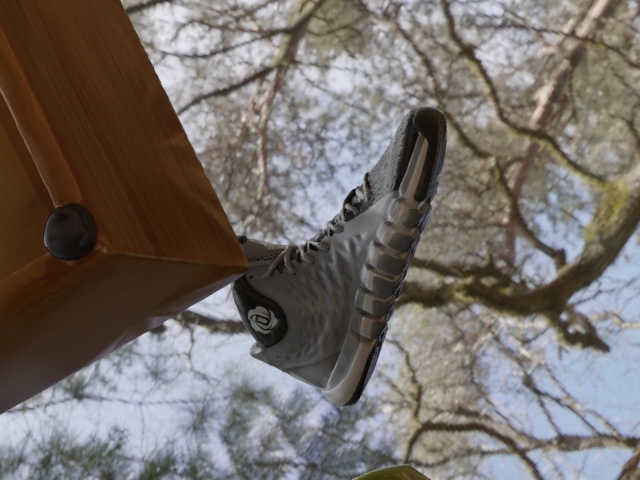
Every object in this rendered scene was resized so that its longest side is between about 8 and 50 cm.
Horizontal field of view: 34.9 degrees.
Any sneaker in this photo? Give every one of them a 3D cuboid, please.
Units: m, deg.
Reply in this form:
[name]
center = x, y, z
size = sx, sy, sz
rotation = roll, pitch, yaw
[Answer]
[sneaker]
center = 0.000, 0.000, 0.728
size = 0.132, 0.228, 0.086
rotation = 20, -165, 9

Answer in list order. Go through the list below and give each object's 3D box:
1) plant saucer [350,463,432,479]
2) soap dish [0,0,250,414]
[plant saucer]
center = 0.131, 0.271, 0.936
size = 0.188, 0.188, 0.045
rotation = 29, -103, 24
[soap dish]
center = -0.199, -0.059, 0.508
size = 0.290, 0.229, 0.118
rotation = 63, -163, 6
